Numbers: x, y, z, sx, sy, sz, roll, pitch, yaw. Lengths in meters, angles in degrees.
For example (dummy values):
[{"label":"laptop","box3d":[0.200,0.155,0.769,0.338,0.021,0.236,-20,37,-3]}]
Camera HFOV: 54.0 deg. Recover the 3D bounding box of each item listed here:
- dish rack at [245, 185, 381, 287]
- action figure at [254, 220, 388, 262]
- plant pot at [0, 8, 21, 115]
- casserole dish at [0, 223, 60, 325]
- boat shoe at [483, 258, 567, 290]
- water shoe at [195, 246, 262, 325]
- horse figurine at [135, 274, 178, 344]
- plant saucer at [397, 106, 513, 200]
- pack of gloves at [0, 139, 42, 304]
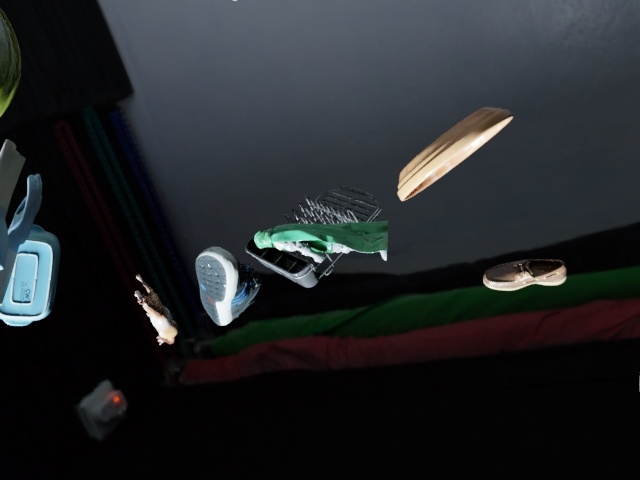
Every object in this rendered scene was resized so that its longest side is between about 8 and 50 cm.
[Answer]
[{"label":"dish rack","box3d":[-0.008,-0.027,1.361,0.271,0.074,0.208,-47,-139,-17]},{"label":"action figure","box3d":[0.000,0.000,1.089,0.232,0.063,0.137,3,-164,6]},{"label":"plant pot","box3d":[-0.745,-0.370,1.102,0.367,0.366,0.353,-25,-170,-18]},{"label":"casserole dish","box3d":[-0.527,0.065,1.115,0.114,0.188,0.037,7,-173,-28]},{"label":"boat shoe","box3d":[0.447,0.067,1.375,0.178,0.060,0.064,-6,-121,13]},{"label":"water shoe","box3d":[-0.126,0.051,0.884,0.080,0.073,0.203,-34,165,-24]},{"label":"horse figurine","box3d":[-0.476,0.216,1.828,0.066,0.263,0.174,-32,-142,-20]},{"label":"plant saucer","box3d":[0.190,-0.132,0.922,0.200,0.037,0.200,-36,174,-4]},{"label":"pack of gloves","box3d":[-0.487,-0.016,0.999,0.046,0.232,0.195,14,165,-3]}]
